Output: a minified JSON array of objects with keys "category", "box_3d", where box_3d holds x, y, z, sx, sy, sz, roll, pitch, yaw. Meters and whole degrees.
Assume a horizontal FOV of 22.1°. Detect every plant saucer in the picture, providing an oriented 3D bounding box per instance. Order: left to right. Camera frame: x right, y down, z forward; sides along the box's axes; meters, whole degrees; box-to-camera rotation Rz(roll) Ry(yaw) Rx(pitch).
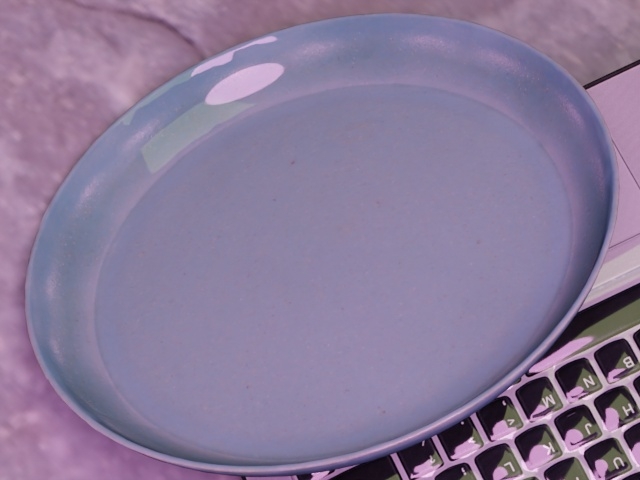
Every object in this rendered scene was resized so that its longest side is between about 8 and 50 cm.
[{"category":"plant saucer","box_3d":[0.000,0.000,0.864,0.317,0.044,0.318,-10,45,10]}]

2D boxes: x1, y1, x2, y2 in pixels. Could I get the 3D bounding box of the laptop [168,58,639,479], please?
[{"category":"laptop","box_3d":[0.160,0.089,0.763,0.382,0.236,0.408,-25,73,-4]}]
